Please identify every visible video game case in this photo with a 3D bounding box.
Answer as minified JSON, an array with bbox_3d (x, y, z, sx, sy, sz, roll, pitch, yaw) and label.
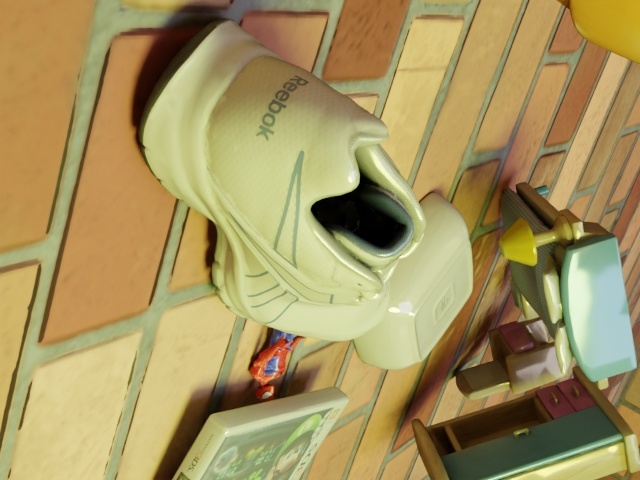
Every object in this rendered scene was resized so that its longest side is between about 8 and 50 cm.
[{"bbox_3d":[-0.067,0.195,0.792,0.173,0.022,0.190,-59,156,14],"label":"video game case"}]

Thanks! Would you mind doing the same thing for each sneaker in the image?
[{"bbox_3d":[0.000,0.000,0.607,0.111,0.129,0.297,-56,154,-13],"label":"sneaker"}]

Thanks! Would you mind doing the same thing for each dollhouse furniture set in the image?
[{"bbox_3d":[0.169,0.080,1.057,0.198,0.286,0.303,-16,114,-3],"label":"dollhouse furniture set"}]

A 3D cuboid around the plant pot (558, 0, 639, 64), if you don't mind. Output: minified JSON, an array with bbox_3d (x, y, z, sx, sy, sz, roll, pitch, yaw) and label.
[{"bbox_3d":[0.161,-0.228,0.606,0.205,0.188,0.205,-44,151,-32],"label":"plant pot"}]

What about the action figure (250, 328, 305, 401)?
[{"bbox_3d":[-0.026,0.069,0.757,0.038,0.030,0.115,-20,136,-59],"label":"action figure"}]

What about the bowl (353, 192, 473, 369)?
[{"bbox_3d":[0.089,0.044,0.915,0.142,0.053,0.142,-50,152,-23],"label":"bowl"}]
